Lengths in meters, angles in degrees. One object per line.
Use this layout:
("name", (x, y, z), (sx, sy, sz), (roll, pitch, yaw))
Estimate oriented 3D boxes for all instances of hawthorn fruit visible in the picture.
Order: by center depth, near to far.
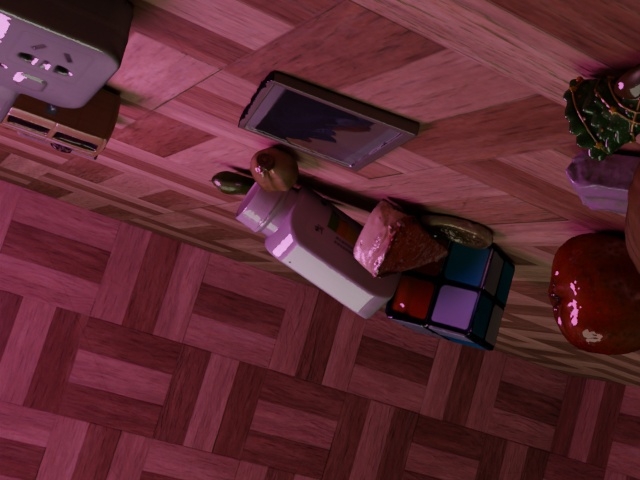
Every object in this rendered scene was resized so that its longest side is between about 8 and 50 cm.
("hawthorn fruit", (0.435, 0.076, 1.303), (0.200, 0.179, 0.179), (-2, 168, 9))

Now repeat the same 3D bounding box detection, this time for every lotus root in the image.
("lotus root", (-0.071, -0.109, 1.405), (0.073, 0.062, 0.150), (-8, 170, 6))

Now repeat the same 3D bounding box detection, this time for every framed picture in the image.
("framed picture", (-0.001, -0.149, 1.173), (0.192, 0.018, 0.265), (19, 171, -10))

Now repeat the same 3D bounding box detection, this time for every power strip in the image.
("power strip", (-0.353, -0.241, 0.995), (0.229, 0.141, 0.261), (20, 157, -28))

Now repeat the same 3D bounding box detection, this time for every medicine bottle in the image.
("medicine bottle", (0.000, 0.000, 1.572), (0.296, 0.161, 0.111), (35, 124, -10))

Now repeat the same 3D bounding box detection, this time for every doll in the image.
("doll", (0.259, -0.106, 0.752), (0.078, 0.077, 0.113), (32, 164, -31))

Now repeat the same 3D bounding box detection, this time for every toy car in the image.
("toy car", (-0.426, -0.210, 1.315), (0.256, 0.101, 0.124), (19, 167, -25))

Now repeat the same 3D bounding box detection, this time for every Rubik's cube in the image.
("Rubik's cube", (0.247, 0.094, 1.702), (0.180, 0.183, 0.167), (10, 171, 28))

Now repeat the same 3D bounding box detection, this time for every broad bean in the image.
("broad bean", (-0.079, -0.079, 1.653), (0.256, 0.053, 0.052), (19, 142, -16))

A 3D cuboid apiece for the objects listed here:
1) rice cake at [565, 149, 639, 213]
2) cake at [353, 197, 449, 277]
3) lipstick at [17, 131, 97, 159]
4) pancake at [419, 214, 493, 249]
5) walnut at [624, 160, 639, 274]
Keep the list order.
("rice cake", (0.413, -0.044, 0.941), (0.298, 0.050, 0.106), (12, 171, 30))
("cake", (0.153, -0.018, 1.543), (0.220, 0.117, 0.086), (-15, -134, -46))
("lipstick", (-0.483, -0.209, 1.487), (0.253, 0.079, 0.077), (17, 171, -9))
("pancake", (0.232, -0.016, 1.553), (0.139, 0.022, 0.139), (17, 171, 3))
("walnut", (0.359, -0.016, 0.653), (0.283, 0.227, 0.283), (41, 149, 30))
